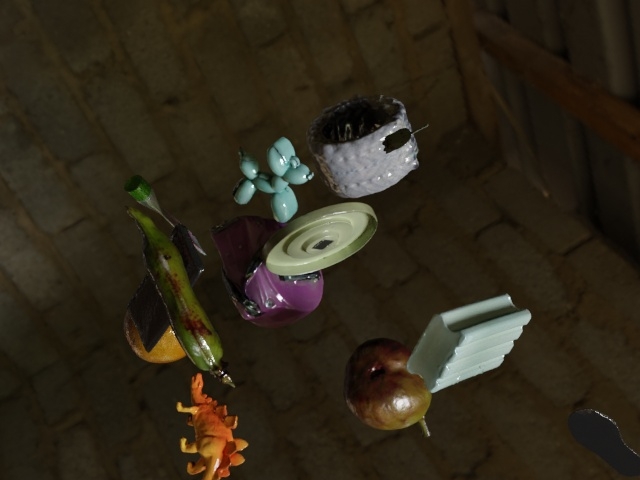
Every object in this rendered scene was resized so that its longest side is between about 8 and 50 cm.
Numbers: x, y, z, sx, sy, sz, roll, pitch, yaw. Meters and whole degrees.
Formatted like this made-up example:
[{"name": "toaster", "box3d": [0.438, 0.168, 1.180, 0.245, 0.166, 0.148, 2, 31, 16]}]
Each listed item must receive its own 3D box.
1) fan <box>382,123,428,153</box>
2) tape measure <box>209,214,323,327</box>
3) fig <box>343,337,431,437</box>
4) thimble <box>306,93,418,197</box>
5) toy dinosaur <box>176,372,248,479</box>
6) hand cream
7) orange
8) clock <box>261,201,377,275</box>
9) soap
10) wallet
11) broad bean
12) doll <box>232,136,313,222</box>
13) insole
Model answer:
[{"name": "fan", "box3d": [0.135, -0.167, 1.467, 0.004, 0.083, 0.056, 52, 22, -31]}, {"name": "tape measure", "box3d": [-0.106, 0.066, 1.952, 0.245, 0.149, 0.231, -2, 68, -56]}, {"name": "fig", "box3d": [0.154, 0.307, 1.783, 0.274, 0.146, 0.170, 47, 39, -40]}, {"name": "thimble", "box3d": [0.095, -0.222, 2.120, 0.157, 0.246, 0.217, 64, 28, -41]}, {"name": "toy dinosaur", "box3d": [-0.193, 0.371, 1.676, 0.070, 0.117, 0.288, 67, 9, -59]}, {"name": "hand cream", "box3d": [-0.363, -0.059, 2.186, 0.275, 0.050, 0.079, 50, 27, -46]}, {"name": "orange", "box3d": [-0.402, 0.221, 2.346, 0.206, 0.206, 0.206, 58, -7, 11]}, {"name": "clock", "box3d": [0.000, 0.000, 1.776, 0.235, 0.235, 0.029, 76, -9, -68]}, {"name": "soap", "box3d": [0.232, 0.156, 1.434, 0.066, 0.198, 0.119, 43, -58, 29]}, {"name": "wallet", "box3d": [-0.292, 0.092, 1.735, 0.025, 0.244, 0.124, 5, 43, -40]}, {"name": "broad bean", "box3d": [-0.225, 0.086, 1.453, 0.338, 0.061, 0.077, 64, 3, 11]}, {"name": "doll", "box3d": [-0.083, -0.113, 1.652, 0.159, 0.059, 0.158, 21, -49, 24]}, {"name": "insole", "box3d": [0.744, 0.525, 2.378, 0.348, 0.119, 0.009, 41, 36, -29]}]
